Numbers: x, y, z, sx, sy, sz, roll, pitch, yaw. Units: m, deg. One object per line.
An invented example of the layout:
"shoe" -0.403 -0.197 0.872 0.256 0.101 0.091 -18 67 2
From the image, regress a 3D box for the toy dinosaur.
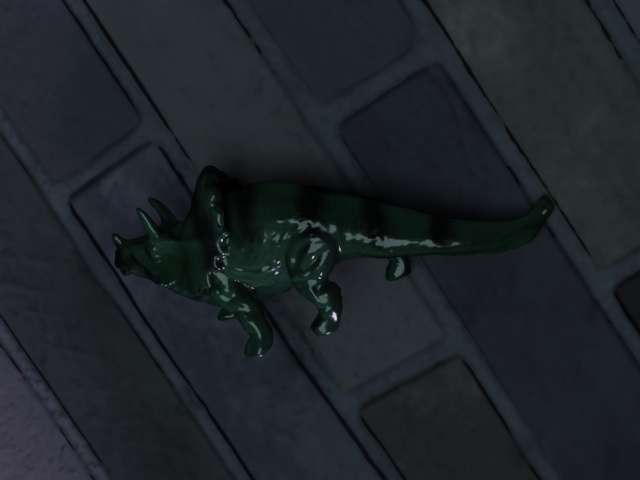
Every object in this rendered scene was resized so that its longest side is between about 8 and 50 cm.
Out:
"toy dinosaur" -0.001 0.017 1.022 0.292 0.079 0.120 8 110 12
